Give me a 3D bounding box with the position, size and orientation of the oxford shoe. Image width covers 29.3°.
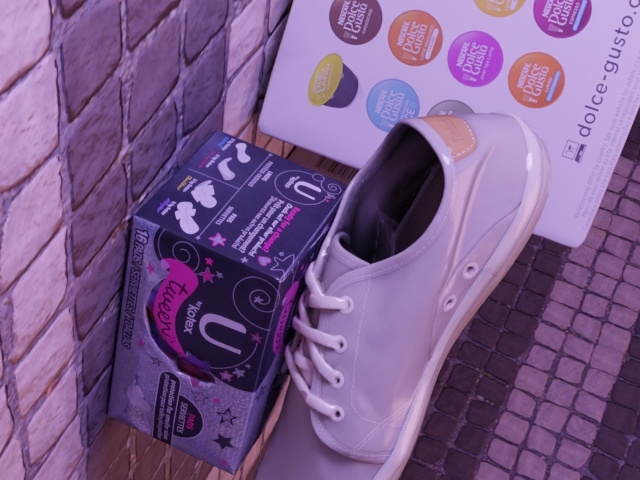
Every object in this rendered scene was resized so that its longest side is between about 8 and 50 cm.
[{"bbox_3d":[0.029,0.082,1.023,0.449,0.130,0.169,-62,-144,15],"label":"oxford shoe"}]

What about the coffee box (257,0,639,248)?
[{"bbox_3d":[0.173,-0.233,1.238,0.338,0.334,0.337,-42,152,-70],"label":"coffee box"}]

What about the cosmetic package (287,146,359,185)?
[{"bbox_3d":[0.000,0.000,1.464,0.085,0.117,0.231,-55,163,-45],"label":"cosmetic package"}]

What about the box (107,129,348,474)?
[{"bbox_3d":[-0.084,0.059,1.097,0.163,0.142,0.247,-55,163,-50],"label":"box"}]
